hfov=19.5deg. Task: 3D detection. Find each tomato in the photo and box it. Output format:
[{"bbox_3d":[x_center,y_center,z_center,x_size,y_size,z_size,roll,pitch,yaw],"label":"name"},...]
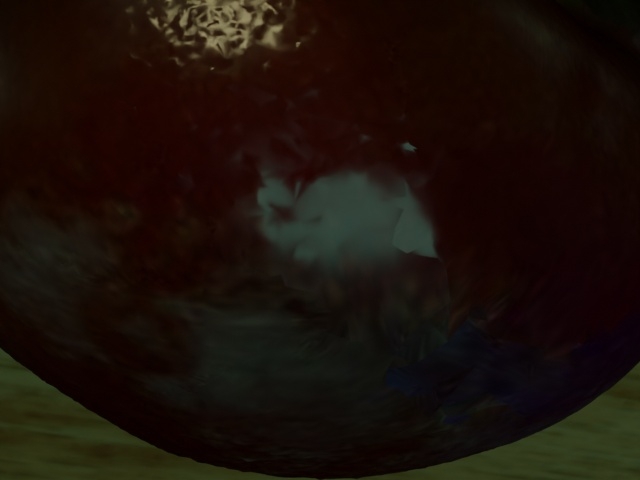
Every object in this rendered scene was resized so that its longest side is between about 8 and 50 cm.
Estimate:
[{"bbox_3d":[0.004,0.004,0.732,0.335,0.176,0.290,29,122,-35],"label":"tomato"}]
